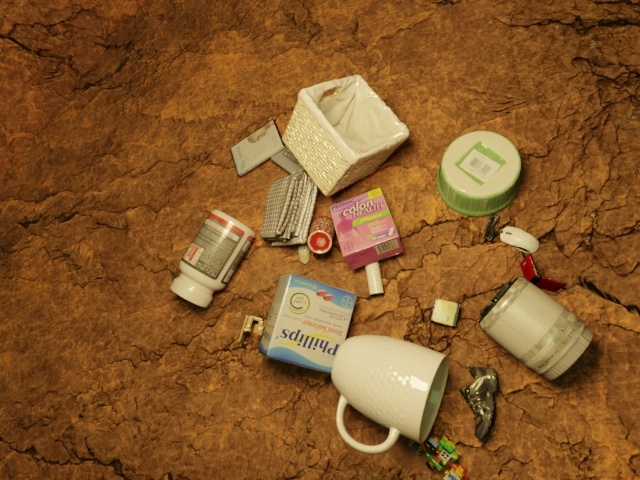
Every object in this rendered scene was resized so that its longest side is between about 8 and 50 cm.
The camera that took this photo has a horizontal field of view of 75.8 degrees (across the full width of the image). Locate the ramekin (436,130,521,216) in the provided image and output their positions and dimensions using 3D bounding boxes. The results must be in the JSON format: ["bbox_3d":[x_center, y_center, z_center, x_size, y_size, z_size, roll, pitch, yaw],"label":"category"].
[{"bbox_3d":[0.587,-0.255,1.526,0.303,0.148,0.304,-4,72,14],"label":"ramekin"}]

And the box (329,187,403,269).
[{"bbox_3d":[0.172,-0.045,1.564,0.213,0.117,0.243,-20,54,9],"label":"box"}]

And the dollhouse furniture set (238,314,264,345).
[{"bbox_3d":[-0.228,0.367,1.579,0.151,0.144,0.123,16,83,5],"label":"dollhouse furniture set"}]

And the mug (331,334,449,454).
[{"bbox_3d":[0.193,0.489,1.324,0.327,0.276,0.374,14,59,30],"label":"mug"}]

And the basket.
[{"bbox_3d":[0.088,-0.396,1.562,0.328,0.266,0.331,-30,77,-36],"label":"basket"}]

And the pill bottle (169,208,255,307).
[{"bbox_3d":[-0.441,0.074,1.677,0.210,0.210,0.363,27,82,21],"label":"pill bottle"}]

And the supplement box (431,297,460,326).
[{"bbox_3d":[0.442,0.258,1.458,0.083,0.056,0.083,13,77,19],"label":"supplement box"}]

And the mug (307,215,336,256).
[{"bbox_3d":[0.009,-0.004,1.592,0.113,0.169,0.151,-10,107,8],"label":"mug"}]

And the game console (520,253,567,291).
[{"bbox_3d":[0.740,0.110,1.374,0.085,0.144,0.124,-14,70,10],"label":"game console"}]

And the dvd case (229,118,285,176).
[{"bbox_3d":[-0.289,-0.419,1.856,0.252,0.022,0.181,-30,59,14],"label":"dvd case"}]

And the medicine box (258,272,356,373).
[{"bbox_3d":[-0.046,0.294,1.469,0.263,0.149,0.290,19,76,-16],"label":"medicine box"}]

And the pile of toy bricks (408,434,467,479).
[{"bbox_3d":[0.393,0.678,1.330,0.105,0.118,0.212,-29,52,-32],"label":"pile of toy bricks"}]

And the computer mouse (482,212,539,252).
[{"bbox_3d":[0.691,-0.020,1.482,0.192,0.042,0.106,25,81,21],"label":"computer mouse"}]

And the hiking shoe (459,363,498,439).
[{"bbox_3d":[0.515,0.527,1.353,0.114,0.086,0.227,5,69,31],"label":"hiking shoe"}]

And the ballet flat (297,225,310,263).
[{"bbox_3d":[-0.069,0.010,1.678,0.057,0.052,0.169,-1,74,15],"label":"ballet flat"}]

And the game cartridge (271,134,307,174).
[{"bbox_3d":[-0.073,-0.427,1.815,0.196,0.060,0.294,39,86,19],"label":"game cartridge"}]

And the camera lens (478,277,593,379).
[{"bbox_3d":[0.667,0.270,1.305,0.274,0.219,0.219,41,87,22],"label":"camera lens"}]

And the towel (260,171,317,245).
[{"bbox_3d":[-0.138,-0.124,1.649,0.235,0.121,0.284,-4,70,56],"label":"towel"}]

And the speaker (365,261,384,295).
[{"bbox_3d":[0.204,0.141,1.561,0.055,0.055,0.136,-12,71,12],"label":"speaker"}]
